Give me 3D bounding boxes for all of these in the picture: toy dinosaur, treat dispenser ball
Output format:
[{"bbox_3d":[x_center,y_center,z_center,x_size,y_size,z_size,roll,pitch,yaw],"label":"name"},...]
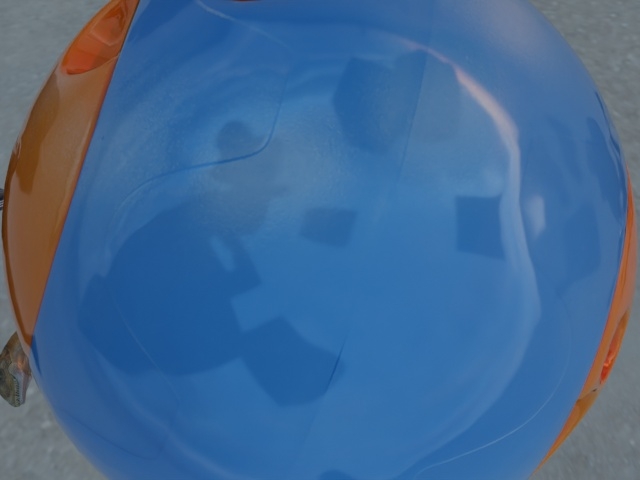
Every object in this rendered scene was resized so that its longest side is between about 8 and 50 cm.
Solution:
[{"bbox_3d":[-0.156,0.023,0.929,0.112,0.211,0.064,17,142,16],"label":"toy dinosaur"},{"bbox_3d":[0.000,0.000,0.613,0.288,0.288,0.288,0,101,1],"label":"treat dispenser ball"}]

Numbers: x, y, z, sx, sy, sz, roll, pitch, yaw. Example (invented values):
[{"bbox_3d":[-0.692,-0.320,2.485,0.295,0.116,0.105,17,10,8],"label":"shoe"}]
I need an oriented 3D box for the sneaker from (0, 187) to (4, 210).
[{"bbox_3d":[-0.337,-0.056,0.996,0.153,0.268,0.101,-11,117,-33],"label":"sneaker"}]
